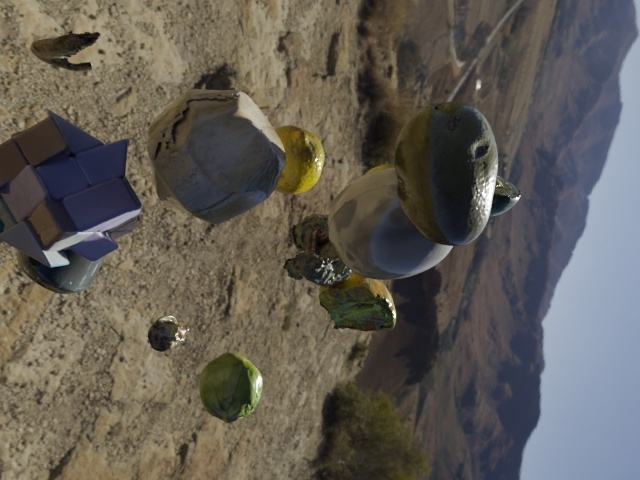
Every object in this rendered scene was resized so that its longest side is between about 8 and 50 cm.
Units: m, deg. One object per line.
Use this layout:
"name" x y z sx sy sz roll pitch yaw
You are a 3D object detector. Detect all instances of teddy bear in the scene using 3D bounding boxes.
"teddy bear" 0.000 0.000 1.648 0.357 0.367 0.224 -36 135 -17

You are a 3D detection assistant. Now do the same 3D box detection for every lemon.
"lemon" -0.099 -0.276 1.533 0.253 0.228 0.228 130 -16 -74

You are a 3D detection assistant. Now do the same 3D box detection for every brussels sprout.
"brussels sprout" -0.297 0.480 1.478 0.223 0.223 0.161 -56 -178 -34

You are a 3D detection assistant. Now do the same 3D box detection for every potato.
"potato" 0.212 -0.099 0.749 0.159 0.174 0.251 -114 -168 -66

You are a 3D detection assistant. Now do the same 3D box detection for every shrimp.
"shrimp" -0.779 -0.598 1.434 0.169 0.296 0.058 20 71 -67

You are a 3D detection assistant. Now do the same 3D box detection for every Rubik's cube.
"Rubik's cube" -0.673 -0.115 1.184 0.368 0.387 0.358 -29 89 -31

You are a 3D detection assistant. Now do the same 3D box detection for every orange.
"orange" 0.155 0.236 1.751 0.334 0.263 0.196 52 55 -23

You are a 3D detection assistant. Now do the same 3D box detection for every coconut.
"coconut" -0.284 -0.211 1.166 0.352 0.353 0.352 -43 141 -49

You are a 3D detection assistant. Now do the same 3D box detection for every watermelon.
"watermelon" 0.474 -0.143 1.344 0.232 0.204 0.127 -110 -152 -55

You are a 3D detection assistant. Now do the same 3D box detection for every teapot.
"teapot" -0.804 -0.021 1.515 0.344 0.300 0.253 -45 129 1

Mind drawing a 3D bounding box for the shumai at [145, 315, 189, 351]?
"shumai" -0.551 0.347 1.652 0.145 0.116 0.145 -22 116 -55

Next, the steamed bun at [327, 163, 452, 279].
"steamed bun" 0.208 -0.048 1.294 0.334 0.374 0.333 -9 90 -83
